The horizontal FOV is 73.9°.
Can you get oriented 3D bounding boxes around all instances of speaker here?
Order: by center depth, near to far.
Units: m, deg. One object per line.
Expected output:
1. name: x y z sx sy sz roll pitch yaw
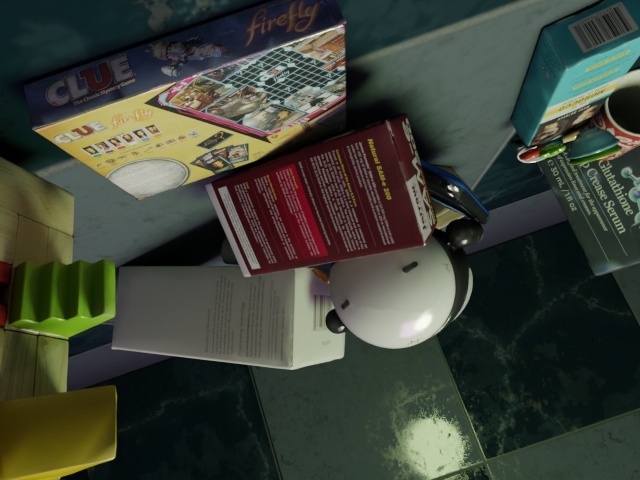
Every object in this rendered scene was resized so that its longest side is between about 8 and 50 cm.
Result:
1. speaker: -0.108 0.022 0.768 0.136 0.055 0.055 4 172 17

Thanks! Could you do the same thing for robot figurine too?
1. robot figurine: 0.123 0.055 0.619 0.174 0.209 0.278 16 -174 26

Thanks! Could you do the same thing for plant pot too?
1. plant pot: 0.224 -0.084 0.821 0.109 0.096 0.109 -5 159 -44

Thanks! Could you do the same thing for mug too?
1. mug: 0.544 -0.212 0.739 0.150 0.113 0.169 -20 169 11

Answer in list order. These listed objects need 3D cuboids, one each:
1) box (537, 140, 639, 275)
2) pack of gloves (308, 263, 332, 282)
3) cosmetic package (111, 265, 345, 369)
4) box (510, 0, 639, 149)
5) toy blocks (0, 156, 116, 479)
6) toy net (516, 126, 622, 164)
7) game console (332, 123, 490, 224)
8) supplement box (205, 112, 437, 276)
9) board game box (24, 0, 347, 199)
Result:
1. box: 0.713 -0.140 0.844 0.212 0.293 0.395 -10 163 -33
2. pack of gloves: 0.000 0.000 0.738 0.046 0.195 0.232 -56 156 11
3. cosmetic package: -0.159 0.124 0.749 0.366 0.155 0.197 -3 170 27
4. box: 0.335 -0.209 0.574 0.101 0.060 0.244 -22 165 12
5. toy blocks: -0.288 0.048 0.232 0.191 0.381 0.261 -24 150 15
6. toy net: 0.390 -0.149 0.730 0.122 0.045 0.232 -23 -173 5
7. game console: 0.087 -0.043 0.645 0.293 0.250 0.173 8 112 -62
8. supplement box: -0.004 -0.044 0.488 0.240 0.130 0.073 -11 -163 31
9. board game box: -0.096 -0.119 0.392 0.243 0.042 0.165 -19 166 -1
